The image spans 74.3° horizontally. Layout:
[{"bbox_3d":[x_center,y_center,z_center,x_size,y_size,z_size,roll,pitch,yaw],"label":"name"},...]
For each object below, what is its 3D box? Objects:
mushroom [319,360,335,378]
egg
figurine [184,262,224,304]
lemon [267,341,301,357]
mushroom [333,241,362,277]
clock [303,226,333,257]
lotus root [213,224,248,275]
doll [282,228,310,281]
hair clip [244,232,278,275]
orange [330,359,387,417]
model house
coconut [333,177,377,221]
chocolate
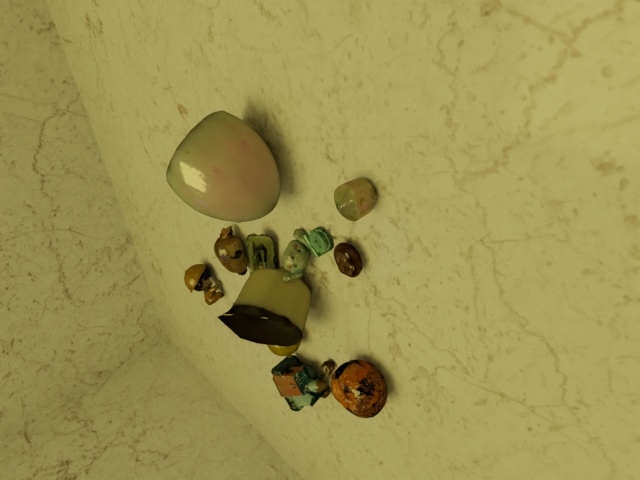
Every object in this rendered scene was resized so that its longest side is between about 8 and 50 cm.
[{"bbox_3d":[0.023,0.611,1.962,0.060,0.061,0.187,43,147,19],"label":"mushroom"},{"bbox_3d":[-0.298,-0.219,1.479,0.340,0.354,0.354,38,144,0],"label":"egg"},{"bbox_3d":[-0.685,0.257,2.467,0.256,0.167,0.192,53,132,3],"label":"figurine"},{"bbox_3d":[-0.178,0.447,1.981,0.206,0.174,0.173,45,144,23],"label":"lemon"},{"bbox_3d":[0.094,0.066,1.432,0.109,0.085,0.126,-111,6,-62],"label":"mushroom"},{"bbox_3d":[0.000,0.000,1.530,0.101,0.041,0.135,58,145,0],"label":"clock"},{"bbox_3d":[-0.426,0.062,2.019,0.154,0.140,0.256,19,136,51],"label":"lotus root"},{"bbox_3d":[-0.092,0.061,1.624,0.104,0.071,0.213,17,96,2],"label":"doll"},{"bbox_3d":[-0.255,0.084,1.869,0.091,0.139,0.321,-92,3,-50],"label":"hair clip"},{"bbox_3d":[0.155,0.585,1.669,0.235,0.182,0.234,18,121,33],"label":"orange"},{"bbox_3d":[-0.057,0.687,2.036,0.291,0.184,0.253,-16,101,44],"label":"model house"},{"bbox_3d":[0.096,-0.120,1.249,0.116,0.122,0.116,32,138,34],"label":"coconut"},{"bbox_3d":[-0.203,0.258,1.751,0.326,0.296,0.314,-3,144,18],"label":"chocolate"}]
